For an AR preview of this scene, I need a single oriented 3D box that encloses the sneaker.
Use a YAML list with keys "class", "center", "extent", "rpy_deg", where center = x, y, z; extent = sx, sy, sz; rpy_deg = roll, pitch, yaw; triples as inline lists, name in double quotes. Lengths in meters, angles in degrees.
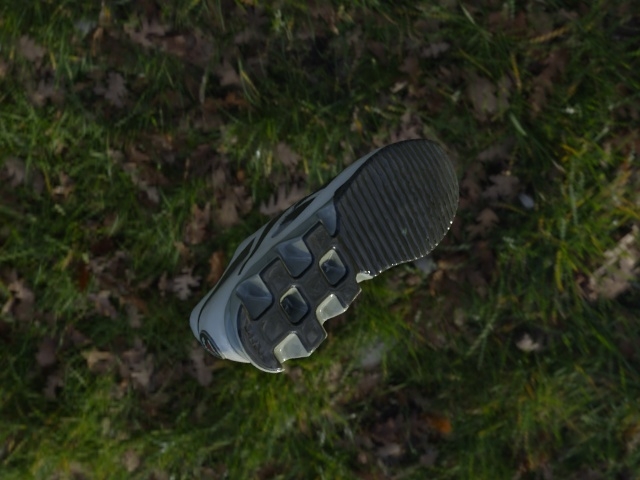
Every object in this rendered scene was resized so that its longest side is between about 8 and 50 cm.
- class: "sneaker"
  center: [0.000, 0.000, 0.966]
  extent: [0.330, 0.146, 0.123]
  rpy_deg: [-36, 109, -31]
